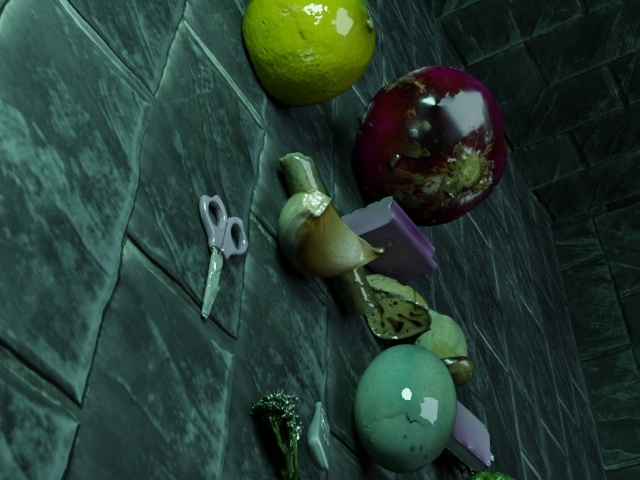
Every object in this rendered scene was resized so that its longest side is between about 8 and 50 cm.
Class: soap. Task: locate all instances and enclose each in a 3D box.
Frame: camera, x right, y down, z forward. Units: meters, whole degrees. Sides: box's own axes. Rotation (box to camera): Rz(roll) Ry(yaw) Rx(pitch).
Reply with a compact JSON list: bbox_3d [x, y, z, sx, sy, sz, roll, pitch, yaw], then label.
[{"bbox_3d":[0.137,0.007,1.761,0.203,0.122,0.065,44,32,-44],"label":"soap"}]

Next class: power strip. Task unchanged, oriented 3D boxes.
[{"bbox_3d":[0.233,0.335,1.713,0.279,0.037,0.109,42,30,-20],"label":"power strip"}]

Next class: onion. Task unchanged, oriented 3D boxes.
[{"bbox_3d":[0.205,-0.222,1.940,0.348,0.348,0.385,50,-6,-39],"label":"onion"}]

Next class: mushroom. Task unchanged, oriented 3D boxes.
[{"bbox_3d":[0.224,0.195,1.715,0.333,0.107,0.087,-83,154,-76],"label":"mushroom"}]

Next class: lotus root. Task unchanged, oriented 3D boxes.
[{"bbox_3d":[0.137,0.131,1.707,0.159,0.095,0.135,29,16,8],"label":"lotus root"}]

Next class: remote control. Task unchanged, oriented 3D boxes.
[{"bbox_3d":[-0.003,0.277,1.266,0.184,0.027,0.050,-70,143,-85],"label":"remote control"}]

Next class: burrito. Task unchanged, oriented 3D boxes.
[{"bbox_3d":[0.261,0.376,1.805,0.063,0.058,0.230,7,66,-71],"label":"burrito"}]

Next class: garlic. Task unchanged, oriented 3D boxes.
[{"bbox_3d":[-0.002,-0.008,1.463,0.206,0.128,0.115,33,6,-46],"label":"garlic"}]

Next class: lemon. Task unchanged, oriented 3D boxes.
[{"bbox_3d":[-0.009,-0.376,1.641,0.240,0.219,0.240,-18,90,-71],"label":"lemon"}]

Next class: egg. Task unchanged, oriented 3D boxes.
[{"bbox_3d":[0.139,0.273,1.457,0.169,0.169,0.236,58,22,-25],"label":"egg"}]

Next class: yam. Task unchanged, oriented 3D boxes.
[{"bbox_3d":[0.014,-0.009,1.562,0.071,0.067,0.317,-130,-165,-79],"label":"yam"}]

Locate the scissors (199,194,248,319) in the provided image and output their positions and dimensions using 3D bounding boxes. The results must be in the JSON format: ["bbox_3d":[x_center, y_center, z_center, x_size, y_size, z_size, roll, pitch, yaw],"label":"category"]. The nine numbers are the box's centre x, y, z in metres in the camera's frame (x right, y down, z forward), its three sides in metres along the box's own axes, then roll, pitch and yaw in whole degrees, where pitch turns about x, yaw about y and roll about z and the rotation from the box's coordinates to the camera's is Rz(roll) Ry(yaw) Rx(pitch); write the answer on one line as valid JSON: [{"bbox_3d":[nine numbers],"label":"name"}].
[{"bbox_3d":[-0.142,0.026,1.231,0.110,0.021,0.212,50,28,-34],"label":"scissors"}]

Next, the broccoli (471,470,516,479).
[{"bbox_3d":[0.351,0.582,1.648,0.245,0.265,0.295,17,38,-19],"label":"broccoli"}]

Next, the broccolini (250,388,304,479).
[{"bbox_3d":[-0.031,0.297,1.192,0.074,0.058,0.201,-17,86,-61],"label":"broccolini"}]

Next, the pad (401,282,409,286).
[{"bbox_3d":[0.187,0.137,1.916,0.112,0.003,0.157,0,70,-67],"label":"pad"}]
